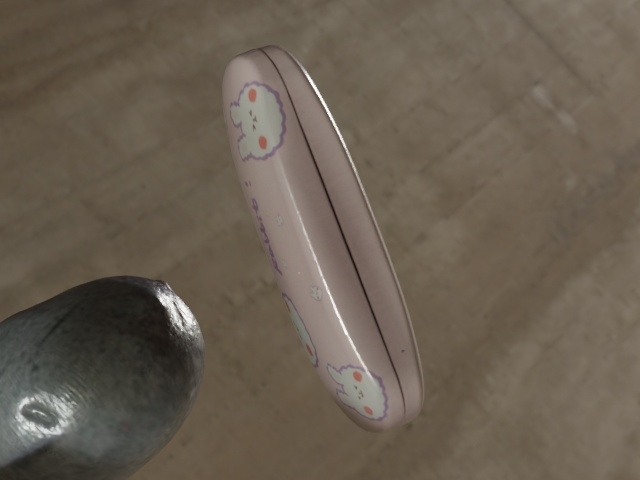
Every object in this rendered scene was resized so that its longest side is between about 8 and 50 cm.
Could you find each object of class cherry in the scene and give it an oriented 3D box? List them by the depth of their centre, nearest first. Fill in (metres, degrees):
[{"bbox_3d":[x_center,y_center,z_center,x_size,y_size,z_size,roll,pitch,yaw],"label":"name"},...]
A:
[{"bbox_3d":[-0.258,0.160,1.513,0.296,0.218,0.255,-36,177,29],"label":"cherry"}]

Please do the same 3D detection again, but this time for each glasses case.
[{"bbox_3d":[0.000,0.000,1.023,0.075,0.297,0.113,-20,180,-17],"label":"glasses case"}]
